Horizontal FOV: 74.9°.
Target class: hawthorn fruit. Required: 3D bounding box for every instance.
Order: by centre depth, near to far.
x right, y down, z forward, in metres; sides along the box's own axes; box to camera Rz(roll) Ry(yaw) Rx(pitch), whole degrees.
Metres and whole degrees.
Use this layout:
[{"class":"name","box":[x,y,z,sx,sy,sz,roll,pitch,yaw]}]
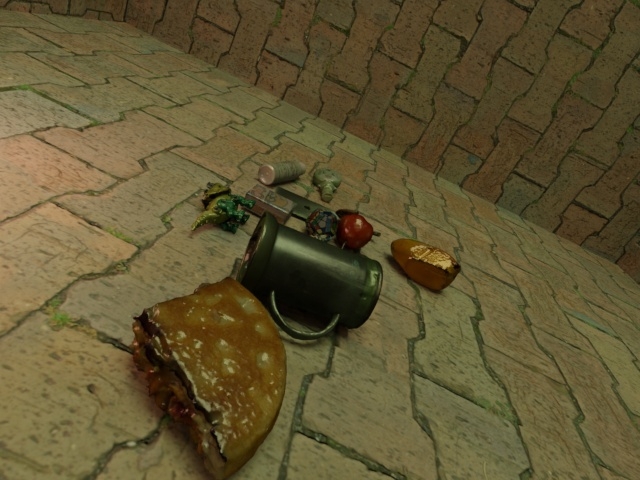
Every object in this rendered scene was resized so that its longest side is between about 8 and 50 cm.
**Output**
[{"class":"hawthorn fruit","box":[0.108,-0.029,1.406,0.140,0.125,0.125,-11,44,-43]}]

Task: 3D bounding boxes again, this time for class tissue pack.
[{"class":"tissue pack","box":[-0.167,-0.116,1.374,0.155,0.065,0.115,26,24,0]}]

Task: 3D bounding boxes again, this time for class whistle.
[{"class":"whistle","box":[0.028,-0.241,1.791,0.126,0.067,0.258,9,32,-6]}]

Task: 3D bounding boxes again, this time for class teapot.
[{"class":"teapot","box":[-0.020,0.105,0.984,0.337,0.200,0.270,22,50,-14]}]

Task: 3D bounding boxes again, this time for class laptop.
[{"class":"laptop","box":[-0.051,-0.116,1.536,0.269,0.015,0.187,23,26,-8]}]

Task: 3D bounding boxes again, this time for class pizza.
[{"class":"pizza","box":[-0.185,0.199,0.717,0.278,0.114,0.409,15,27,-26]}]

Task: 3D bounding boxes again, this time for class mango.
[{"class":"mango","box":[0.351,0.072,1.444,0.252,0.126,0.154,31,37,24]}]

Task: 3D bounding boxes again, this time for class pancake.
[{"class":"pancake","box":[0.139,-0.068,1.507,0.184,0.020,0.190,25,-10,6]}]

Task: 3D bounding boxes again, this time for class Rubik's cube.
[{"class":"Rubik's cube","box":[0.004,-0.053,1.383,0.111,0.111,0.093,6,58,-36]}]

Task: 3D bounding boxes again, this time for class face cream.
[{"class":"face cream","box":[-0.143,-0.277,1.675,0.082,0.082,0.269,35,26,16]}]

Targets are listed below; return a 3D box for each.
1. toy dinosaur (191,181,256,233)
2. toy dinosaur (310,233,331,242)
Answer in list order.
[{"class":"toy dinosaur","box":[-0.282,-0.081,1.183,0.153,0.094,0.259,23,34,-7]},{"class":"toy dinosaur","box":[0.000,0.000,1.333,0.083,0.047,0.030,1,34,-39]}]
